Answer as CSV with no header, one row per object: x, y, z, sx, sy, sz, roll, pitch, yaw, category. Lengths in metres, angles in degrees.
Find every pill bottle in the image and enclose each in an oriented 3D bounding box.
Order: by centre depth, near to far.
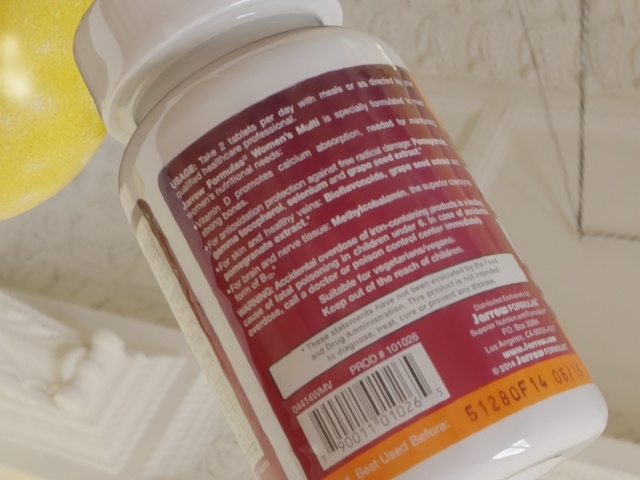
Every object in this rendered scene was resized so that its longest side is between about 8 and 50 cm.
0.000,0.000,0.497,0.121,0.121,0.221,-28,-106,-1,pill bottle

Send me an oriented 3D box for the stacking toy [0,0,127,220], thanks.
-0.241,-0.119,0.801,0.480,0.350,0.350,5,-136,-16,stacking toy
